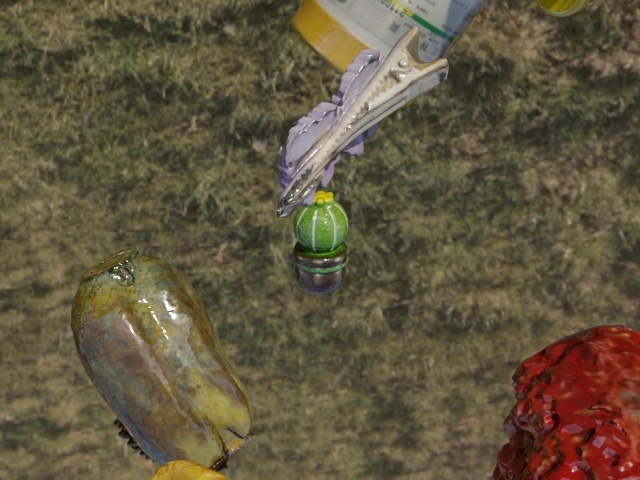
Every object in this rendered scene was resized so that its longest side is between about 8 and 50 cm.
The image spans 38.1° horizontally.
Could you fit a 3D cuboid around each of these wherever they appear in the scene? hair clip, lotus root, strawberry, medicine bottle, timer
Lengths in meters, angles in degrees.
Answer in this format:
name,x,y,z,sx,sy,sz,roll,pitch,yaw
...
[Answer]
name,x,y,z,sx,sy,sz,roll,pitch,yaw
hair clip,0.033,-0.120,0.958,0.084,0.292,0.106,31,146,18
lotus root,-0.187,0.143,1.074,0.151,0.275,0.160,-29,-175,-16
strawberry,0.220,0.178,0.670,0.274,0.220,0.274,-35,178,-2
medicine bottle,0.111,-0.368,1.457,0.237,0.238,0.232,22,115,-35
timer,0.396,-0.421,1.524,0.109,0.107,0.107,-25,156,-39

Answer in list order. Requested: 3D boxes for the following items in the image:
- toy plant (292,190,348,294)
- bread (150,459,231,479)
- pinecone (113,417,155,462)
name,x,y,z,sx,sy,sz,roll,pitch,yaw
toy plant,0.000,0.000,1.483,0.092,0.093,0.163,-5,117,-6
bread,-0.081,0.282,0.755,0.083,0.113,0.211,-31,120,-37
pinecone,-0.216,0.232,1.190,0.102,0.102,0.110,-11,108,1
